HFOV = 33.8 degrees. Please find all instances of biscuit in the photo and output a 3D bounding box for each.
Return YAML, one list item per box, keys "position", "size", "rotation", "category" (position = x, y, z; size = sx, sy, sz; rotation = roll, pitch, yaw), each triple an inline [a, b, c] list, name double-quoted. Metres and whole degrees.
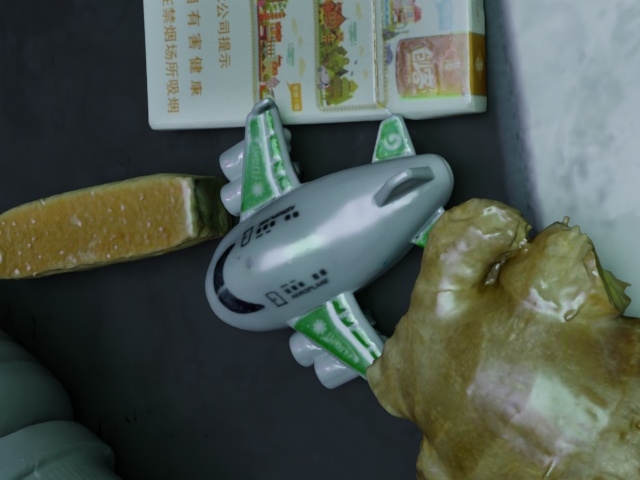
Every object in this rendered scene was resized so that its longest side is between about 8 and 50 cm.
- position: [-0.142, -0.008, 0.694]
  size: [0.188, 0.056, 0.052]
  rotation: [-9, 87, 31]
  category: "biscuit"

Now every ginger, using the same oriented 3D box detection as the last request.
- position: [0.129, 0.083, 0.518]
  size: [0.216, 0.102, 0.157]
  rotation: [30, 98, 11]
  category: "ginger"

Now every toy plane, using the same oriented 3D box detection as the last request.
- position: [0.001, 0.000, 0.599]
  size: [0.174, 0.080, 0.174]
  rotation: [3, 97, 29]
  category: "toy plane"

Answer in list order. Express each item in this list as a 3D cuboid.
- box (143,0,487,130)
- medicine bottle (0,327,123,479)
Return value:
- position: [-0.010, -0.128, 0.624]
  size: [0.220, 0.032, 0.122]
  rotation: [0, 94, 29]
  category: "box"
- position: [-0.259, 0.171, 0.663]
  size: [0.306, 0.245, 0.245]
  rotation: [37, 110, 16]
  category: "medicine bottle"
